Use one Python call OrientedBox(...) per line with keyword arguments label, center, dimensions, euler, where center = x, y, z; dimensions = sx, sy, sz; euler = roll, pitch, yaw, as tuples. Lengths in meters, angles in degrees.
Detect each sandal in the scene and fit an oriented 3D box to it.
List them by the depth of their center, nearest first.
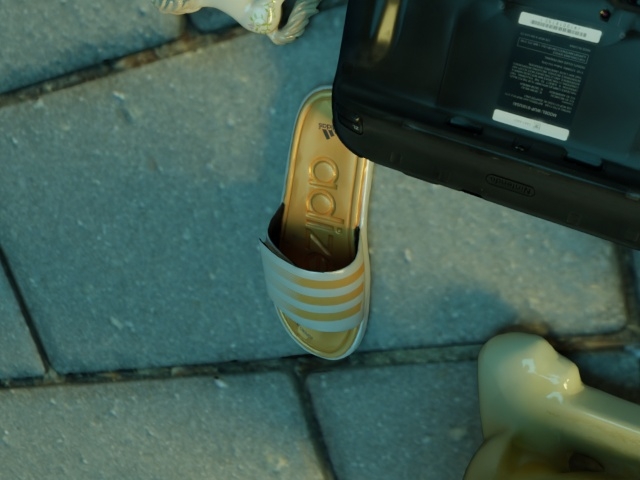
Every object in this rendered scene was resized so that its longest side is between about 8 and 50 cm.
OrientedBox(label="sandal", center=(-0.010, -0.003, 0.668), dimensions=(0.102, 0.076, 0.265), euler=(11, 115, 19))

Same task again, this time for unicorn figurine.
OrientedBox(label="unicorn figurine", center=(-0.078, -0.216, 0.617), dimensions=(0.162, 0.060, 0.111), euler=(37, 120, 5))

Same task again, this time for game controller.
OrientedBox(label="game controller", center=(0.156, -0.100, 0.534), dimensions=(0.319, 0.067, 0.166), euler=(21, 113, 19))

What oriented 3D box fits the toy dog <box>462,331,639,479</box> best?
OrientedBox(label="toy dog", center=(0.148, 0.319, 0.531), dimensions=(0.284, 0.408, 0.395), euler=(25, 129, 23))
